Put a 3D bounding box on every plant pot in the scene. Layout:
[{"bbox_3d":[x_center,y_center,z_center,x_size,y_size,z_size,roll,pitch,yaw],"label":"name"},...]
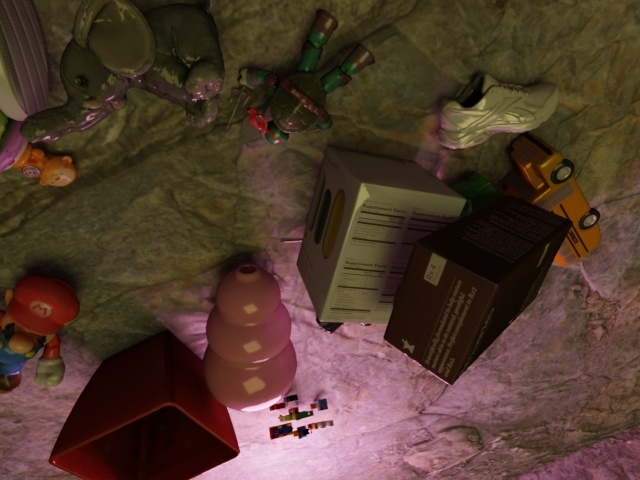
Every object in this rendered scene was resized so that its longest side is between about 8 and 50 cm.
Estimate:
[{"bbox_3d":[-0.365,0.367,0.990,0.267,0.235,0.267,-26,129,3],"label":"plant pot"}]

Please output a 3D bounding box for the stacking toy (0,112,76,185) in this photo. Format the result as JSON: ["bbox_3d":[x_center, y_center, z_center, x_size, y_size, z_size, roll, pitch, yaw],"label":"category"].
[{"bbox_3d":[-0.484,-0.153,0.627,0.175,0.165,0.302,-40,142,10],"label":"stacking toy"}]

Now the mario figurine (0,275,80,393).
[{"bbox_3d":[-0.572,0.193,0.830,0.320,0.170,0.198,-40,162,25],"label":"mario figurine"}]

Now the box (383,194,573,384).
[{"bbox_3d":[0.285,0.060,0.779,0.381,0.143,0.191,-20,132,-43],"label":"box"}]

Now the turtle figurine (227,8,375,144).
[{"bbox_3d":[-0.031,-0.228,0.712,0.175,0.118,0.234,33,107,-34],"label":"turtle figurine"}]

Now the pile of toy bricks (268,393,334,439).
[{"bbox_3d":[-0.076,0.503,1.284,0.212,0.118,0.105,6,155,-40],"label":"pile of toy bricks"}]

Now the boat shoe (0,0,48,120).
[{"bbox_3d":[-0.439,-0.309,0.536,0.119,0.121,0.335,-7,118,-1],"label":"boat shoe"}]

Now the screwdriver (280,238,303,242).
[{"bbox_3d":[0.000,0.000,0.951,0.170,0.024,0.025,-9,100,-11],"label":"screwdriver"}]

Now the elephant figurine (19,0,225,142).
[{"bbox_3d":[-0.258,-0.237,0.593,0.240,0.186,0.169,-1,150,-27],"label":"elephant figurine"}]

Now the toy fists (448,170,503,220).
[{"bbox_3d":[0.346,-0.027,0.992,0.142,0.096,0.279,-46,125,8],"label":"toy fists"}]

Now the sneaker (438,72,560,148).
[{"bbox_3d":[0.324,-0.252,0.814,0.232,0.090,0.115,-21,126,-2],"label":"sneaker"}]

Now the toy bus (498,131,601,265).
[{"bbox_3d":[0.499,-0.082,0.984,0.130,0.108,0.333,-40,128,17],"label":"toy bus"}]

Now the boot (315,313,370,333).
[{"bbox_3d":[0.055,0.196,1.106,0.099,0.045,0.121,-41,120,13],"label":"boot"}]

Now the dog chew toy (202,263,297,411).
[{"bbox_3d":[-0.150,0.200,0.957,0.207,0.206,0.331,-4,120,-14],"label":"dog chew toy"}]

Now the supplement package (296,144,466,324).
[{"bbox_3d":[0.094,-0.009,0.840,0.198,0.199,0.262,6,116,-20],"label":"supplement package"}]
